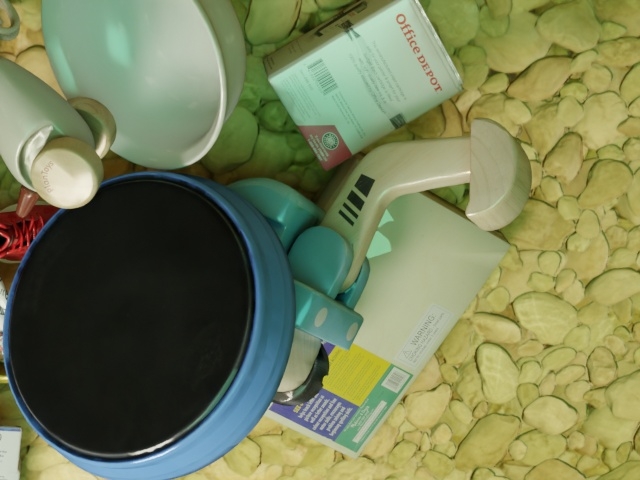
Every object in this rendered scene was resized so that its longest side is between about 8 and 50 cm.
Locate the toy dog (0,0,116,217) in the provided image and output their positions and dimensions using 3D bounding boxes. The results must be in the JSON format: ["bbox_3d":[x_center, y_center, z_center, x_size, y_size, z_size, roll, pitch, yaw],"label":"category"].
[{"bbox_3d":[-0.400,-0.150,1.664,0.333,0.220,0.161,48,112,4],"label":"toy dog"}]

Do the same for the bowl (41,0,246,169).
[{"bbox_3d":[-0.193,-0.247,1.707,0.134,0.298,0.297,-36,125,-43],"label":"bowl"}]

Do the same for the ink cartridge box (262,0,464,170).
[{"bbox_3d":[0.056,-0.220,1.820,0.218,0.092,0.158,-30,115,6],"label":"ink cartridge box"}]

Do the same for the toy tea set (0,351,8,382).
[{"bbox_3d":[-0.522,0.099,1.839,0.200,0.124,0.336,-23,116,1],"label":"toy tea set"}]

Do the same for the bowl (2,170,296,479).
[{"bbox_3d":[-0.221,0.098,1.690,0.391,0.391,0.077,-42,152,9],"label":"bowl"}]

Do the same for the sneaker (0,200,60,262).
[{"bbox_3d":[-0.395,0.001,1.782,0.221,0.128,0.087,-11,106,-33],"label":"sneaker"}]

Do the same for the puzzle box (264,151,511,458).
[{"bbox_3d":[0.047,0.099,1.981,0.272,0.052,0.409,29,106,-21],"label":"puzzle box"}]

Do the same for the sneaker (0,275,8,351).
[{"bbox_3d":[-0.451,0.164,1.806,0.145,0.090,0.270,-19,110,-31],"label":"sneaker"}]

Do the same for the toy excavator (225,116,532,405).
[{"bbox_3d":[0.000,0.000,1.784,0.445,0.433,0.222,-65,153,-2],"label":"toy excavator"}]

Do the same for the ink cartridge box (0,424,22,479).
[{"bbox_3d":[-0.591,0.373,1.936,0.324,0.071,0.330,6,114,-13],"label":"ink cartridge box"}]
